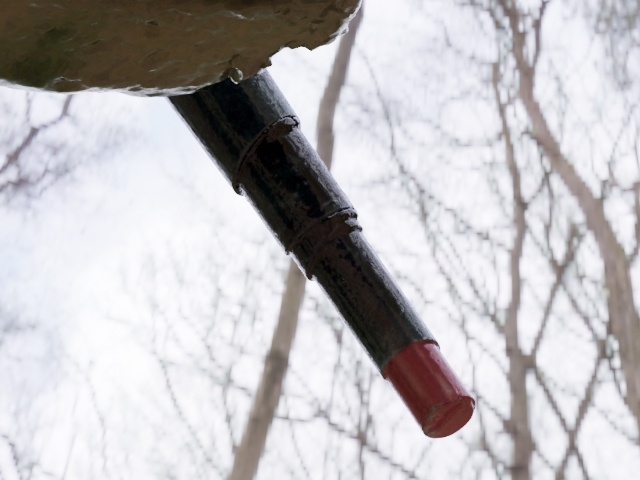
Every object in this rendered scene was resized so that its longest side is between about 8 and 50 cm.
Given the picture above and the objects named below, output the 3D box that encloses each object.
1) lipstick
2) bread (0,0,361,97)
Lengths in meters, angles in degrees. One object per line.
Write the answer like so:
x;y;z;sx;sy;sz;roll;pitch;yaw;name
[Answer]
0.000;0.000;0.951;0.053;0.053;0.234;-40;-104;27;lipstick
-0.054;-0.193;0.694;0.366;0.129;0.382;-15;-29;3;bread
